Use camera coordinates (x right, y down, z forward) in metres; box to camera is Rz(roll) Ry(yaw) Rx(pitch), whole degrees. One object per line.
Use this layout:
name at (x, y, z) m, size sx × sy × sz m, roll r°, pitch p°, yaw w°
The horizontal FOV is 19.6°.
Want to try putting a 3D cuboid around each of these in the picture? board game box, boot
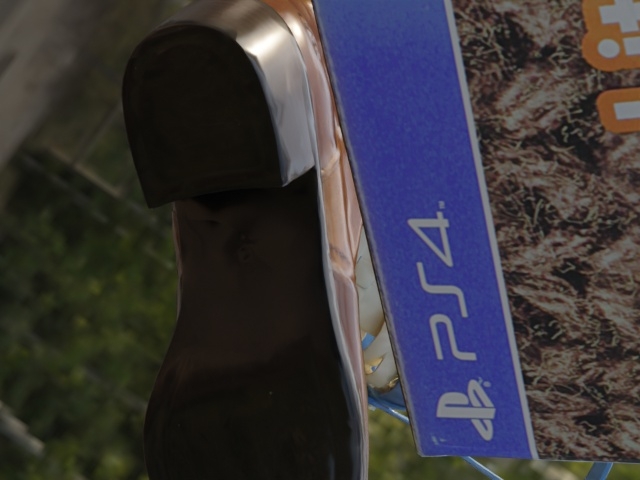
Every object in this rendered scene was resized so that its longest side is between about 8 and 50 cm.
board game box at (0.151, -0.084, 0.344) m, size 0.291 × 0.232 × 0.141 m, roll -1°, pitch -144°, yaw 21°
boot at (0.000, 0.000, 0.849) m, size 0.096 × 0.264 × 0.280 m, roll -10°, pitch -168°, yaw 20°

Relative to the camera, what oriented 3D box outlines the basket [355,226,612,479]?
basket at (0.091, -0.008, 1.098) m, size 0.254 × 0.289 × 0.201 m, roll -61°, pitch -174°, yaw -3°
